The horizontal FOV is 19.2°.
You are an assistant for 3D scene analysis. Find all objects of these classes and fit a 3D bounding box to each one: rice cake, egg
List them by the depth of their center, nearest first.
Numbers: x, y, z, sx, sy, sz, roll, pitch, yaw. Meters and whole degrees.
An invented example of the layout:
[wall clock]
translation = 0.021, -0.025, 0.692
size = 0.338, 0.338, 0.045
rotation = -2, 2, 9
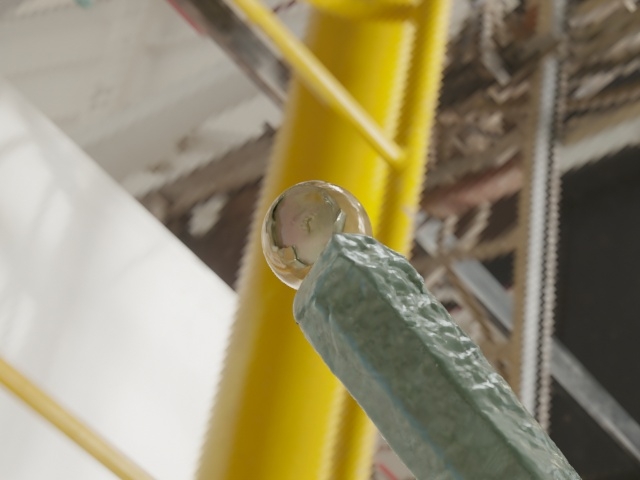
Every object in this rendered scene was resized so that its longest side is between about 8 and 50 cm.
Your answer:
[rice cake]
translation = 0.063, 0.086, 0.668
size = 0.245, 0.042, 0.045
rotation = 51, -60, 37
[egg]
translation = 0.000, 0.000, 1.355
size = 0.080, 0.096, 0.080
rotation = -6, -109, 19
